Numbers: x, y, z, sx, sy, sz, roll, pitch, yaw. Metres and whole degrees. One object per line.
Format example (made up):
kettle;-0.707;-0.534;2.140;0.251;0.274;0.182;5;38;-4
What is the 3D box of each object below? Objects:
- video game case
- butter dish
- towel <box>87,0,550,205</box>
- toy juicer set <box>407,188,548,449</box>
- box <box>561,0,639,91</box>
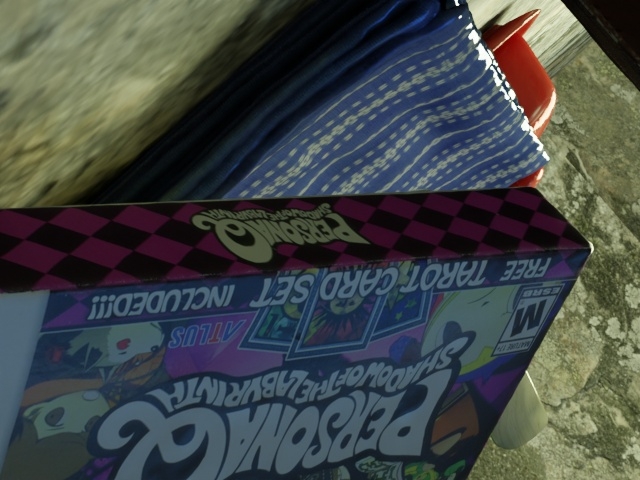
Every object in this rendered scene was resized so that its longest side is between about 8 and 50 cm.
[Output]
video game case;-0.043;0.079;0.429;0.232;0.042;0.210;-3;129;-38
butter dish;0.131;-0.086;1.070;0.160;0.118;0.160;-39;177;-11
towel;-0.004;-0.003;0.629;0.243;0.040;0.336;-40;164;7
toy juicer set;-0.054;0.058;0.507;0.329;0.089;0.209;-23;139;-20
box;0.220;-0.175;0.714;0.191;0.143;0.381;-42;175;13
